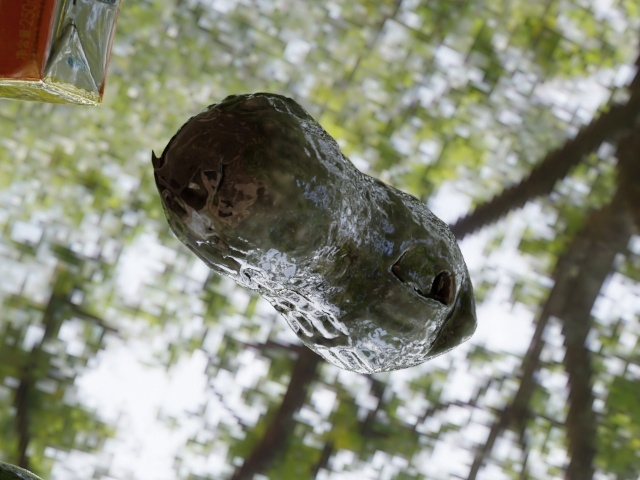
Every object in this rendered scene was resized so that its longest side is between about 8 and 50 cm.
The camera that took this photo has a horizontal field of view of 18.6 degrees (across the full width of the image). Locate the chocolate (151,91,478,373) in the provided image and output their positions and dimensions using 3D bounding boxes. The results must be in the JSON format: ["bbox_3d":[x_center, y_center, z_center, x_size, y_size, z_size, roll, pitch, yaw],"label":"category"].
[{"bbox_3d":[0.000,0.000,1.088,0.110,0.248,0.110,-19,-128,26],"label":"chocolate"}]

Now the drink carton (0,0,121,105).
[{"bbox_3d":[-0.338,-0.201,1.555,0.351,0.111,0.155,8,-96,21],"label":"drink carton"}]

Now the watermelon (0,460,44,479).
[{"bbox_3d":[-0.215,0.191,1.157,0.140,0.187,0.141,-23,-137,23],"label":"watermelon"}]
